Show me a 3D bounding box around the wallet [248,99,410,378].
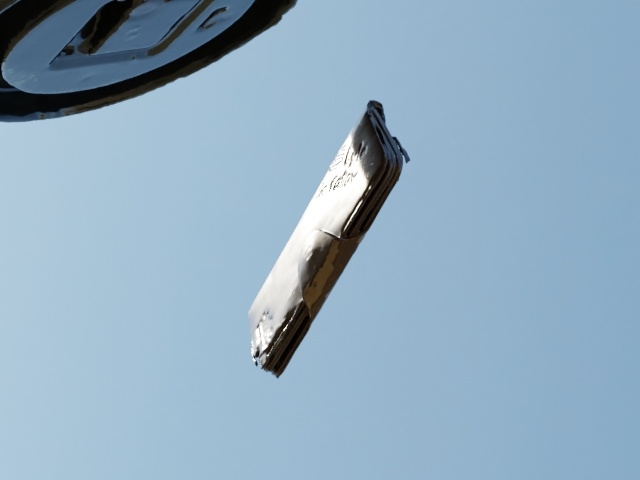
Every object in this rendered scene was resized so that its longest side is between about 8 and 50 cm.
[{"bbox_3d":[0.000,0.000,1.258,0.026,0.095,0.176,24,-67,-19],"label":"wallet"}]

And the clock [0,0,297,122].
[{"bbox_3d":[-0.134,-0.166,1.304,0.281,0.281,0.055,-32,-105,37],"label":"clock"}]
